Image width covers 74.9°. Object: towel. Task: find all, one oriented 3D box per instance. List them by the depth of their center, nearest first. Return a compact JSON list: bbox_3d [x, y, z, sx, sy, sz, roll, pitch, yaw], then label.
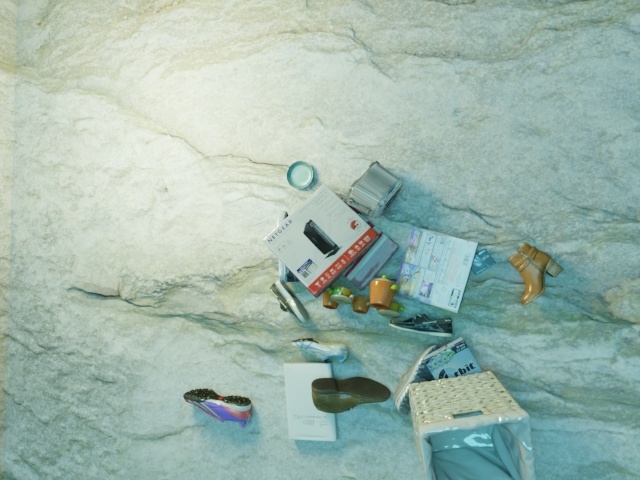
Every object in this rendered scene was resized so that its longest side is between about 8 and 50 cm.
[{"bbox_3d":[0.120,0.009,1.684,0.329,0.037,0.237,42,100,15],"label":"towel"}]

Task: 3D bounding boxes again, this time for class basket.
[{"bbox_3d":[0.479,0.652,1.364,0.329,0.266,0.330,-11,103,4],"label":"basket"}]

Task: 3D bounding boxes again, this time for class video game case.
[{"bbox_3d":[0.429,0.106,1.562,0.245,0.061,0.269,17,93,22],"label":"video game case"}]

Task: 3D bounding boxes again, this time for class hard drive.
[{"bbox_3d":[-0.042,0.653,1.706,0.203,0.040,0.306,-5,86,17],"label":"hard drive"}]

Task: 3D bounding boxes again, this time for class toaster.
[{"bbox_3d":[0.212,-0.194,1.597,0.147,0.129,0.227,36,61,11],"label":"toaster"}]

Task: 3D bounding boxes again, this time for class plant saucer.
[{"bbox_3d":[-0.085,-0.276,1.764,0.120,0.021,0.119,-1,88,16],"label":"plant saucer"}]

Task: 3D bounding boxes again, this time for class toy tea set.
[{"bbox_3d":[0.152,0.200,1.605,0.337,0.200,0.124,5,65,18],"label":"toy tea set"}]

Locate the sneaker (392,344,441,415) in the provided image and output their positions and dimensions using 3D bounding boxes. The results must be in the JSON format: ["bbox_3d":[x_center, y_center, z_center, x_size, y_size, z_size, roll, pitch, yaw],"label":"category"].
[{"bbox_3d":[0.353,0.501,1.560,0.105,0.115,0.281,41,81,-16],"label":"sneaker"}]

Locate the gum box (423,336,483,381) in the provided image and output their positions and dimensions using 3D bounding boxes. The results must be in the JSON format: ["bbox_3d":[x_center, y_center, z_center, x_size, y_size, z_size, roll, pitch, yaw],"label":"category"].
[{"bbox_3d":[0.480,0.460,1.482,0.157,0.041,0.184,-31,96,9],"label":"gum box"}]

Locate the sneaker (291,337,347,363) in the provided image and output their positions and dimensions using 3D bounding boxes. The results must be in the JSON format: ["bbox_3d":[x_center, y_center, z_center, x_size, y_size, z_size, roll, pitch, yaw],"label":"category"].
[{"bbox_3d":[-0.008,0.442,1.681,0.238,0.085,0.086,6,85,18],"label":"sneaker"}]

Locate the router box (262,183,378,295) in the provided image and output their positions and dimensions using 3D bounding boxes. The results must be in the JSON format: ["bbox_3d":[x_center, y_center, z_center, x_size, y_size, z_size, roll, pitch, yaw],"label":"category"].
[{"bbox_3d":[0.000,0.000,1.613,0.335,0.082,0.301,-44,76,-6],"label":"router box"}]

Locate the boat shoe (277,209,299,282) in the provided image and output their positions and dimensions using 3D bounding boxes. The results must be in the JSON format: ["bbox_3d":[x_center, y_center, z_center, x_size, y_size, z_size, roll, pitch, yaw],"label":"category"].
[{"bbox_3d":[-0.123,0.022,1.724,0.102,0.108,0.300,-3,79,0],"label":"boat shoe"}]

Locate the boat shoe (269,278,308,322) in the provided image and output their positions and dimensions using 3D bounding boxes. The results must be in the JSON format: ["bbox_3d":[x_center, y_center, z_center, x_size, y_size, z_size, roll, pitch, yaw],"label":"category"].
[{"bbox_3d":[-0.131,0.262,1.734,0.070,0.078,0.219,-42,69,11],"label":"boat shoe"}]

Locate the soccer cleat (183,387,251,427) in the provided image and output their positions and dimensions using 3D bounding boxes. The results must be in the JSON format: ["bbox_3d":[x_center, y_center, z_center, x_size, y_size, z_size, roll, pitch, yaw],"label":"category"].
[{"bbox_3d":[-0.451,0.720,1.800,0.319,0.109,0.116,5,93,15],"label":"soccer cleat"}]

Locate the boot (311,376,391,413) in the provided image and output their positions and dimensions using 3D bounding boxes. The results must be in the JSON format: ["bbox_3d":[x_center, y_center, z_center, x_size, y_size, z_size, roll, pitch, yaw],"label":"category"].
[{"bbox_3d":[0.118,0.608,1.626,0.306,0.112,0.115,1,106,5],"label":"boot"}]

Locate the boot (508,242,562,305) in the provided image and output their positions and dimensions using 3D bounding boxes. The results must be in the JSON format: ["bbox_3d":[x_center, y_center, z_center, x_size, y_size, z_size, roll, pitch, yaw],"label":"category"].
[{"bbox_3d":[0.727,0.118,1.476,0.152,0.073,0.197,40,87,14],"label":"boot"}]

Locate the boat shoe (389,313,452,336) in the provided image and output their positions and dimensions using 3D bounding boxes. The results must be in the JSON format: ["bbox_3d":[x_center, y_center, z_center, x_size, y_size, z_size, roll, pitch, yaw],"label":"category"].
[{"bbox_3d":[0.377,0.314,1.574,0.234,0.084,0.078,4,81,14],"label":"boat shoe"}]

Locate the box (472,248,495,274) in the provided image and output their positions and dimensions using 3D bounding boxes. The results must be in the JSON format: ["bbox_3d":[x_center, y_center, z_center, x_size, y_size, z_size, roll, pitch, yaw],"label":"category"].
[{"bbox_3d":[0.592,0.079,1.544,0.083,0.018,0.067,-34,79,14],"label":"box"}]
